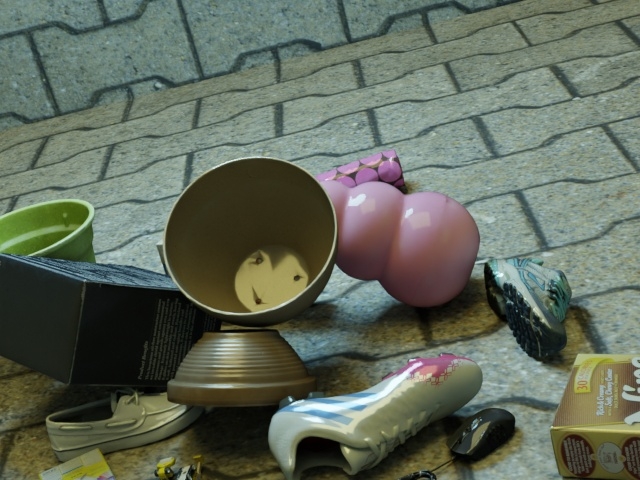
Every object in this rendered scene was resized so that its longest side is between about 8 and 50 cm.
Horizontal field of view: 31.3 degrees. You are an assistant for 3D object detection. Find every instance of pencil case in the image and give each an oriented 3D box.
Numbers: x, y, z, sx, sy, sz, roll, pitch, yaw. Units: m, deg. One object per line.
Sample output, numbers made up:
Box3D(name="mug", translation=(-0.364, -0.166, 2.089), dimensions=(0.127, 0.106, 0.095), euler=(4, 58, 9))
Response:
Box3D(name="pencil case", translation=(0.082, -0.125, 2.522), dimensions=(0.209, 0.098, 0.095), euler=(-17, 69, -5))

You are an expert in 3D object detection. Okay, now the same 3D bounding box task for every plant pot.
Box3D(name="plant pot", translation=(-0.531, 0.093, 2.204), dimensions=(0.276, 0.254, 0.276), euler=(-12, 25, 6))
Box3D(name="plant pot", translation=(-0.124, 0.197, 1.808), dimensions=(0.237, 0.109, 0.237), euler=(-1, -2, 0))
Box3D(name="plant pot", translation=(-0.100, 0.030, 1.897), dimensions=(0.284, 0.191, 0.284), euler=(-4, 63, 7))

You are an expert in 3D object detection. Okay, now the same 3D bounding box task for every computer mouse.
Box3D(name="computer mouse", translation=(0.179, 0.299, 1.614), dimensions=(0.242, 0.041, 0.071), euler=(-29, 29, -27))

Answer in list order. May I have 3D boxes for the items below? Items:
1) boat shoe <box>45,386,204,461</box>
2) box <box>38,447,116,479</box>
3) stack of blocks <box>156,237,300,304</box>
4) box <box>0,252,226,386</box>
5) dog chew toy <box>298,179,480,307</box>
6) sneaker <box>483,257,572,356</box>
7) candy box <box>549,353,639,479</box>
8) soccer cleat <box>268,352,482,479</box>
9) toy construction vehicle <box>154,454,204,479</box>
Box3D(name="boat shoe", translation=(-0.321, 0.286, 1.873), dimensions=(0.258, 0.084, 0.095), euler=(-18, 24, -8))
Box3D(name="box", translation=(-0.356, 0.388, 1.729), dimensions=(0.105, 0.043, 0.179), euler=(-22, 23, -16))
Box3D(name="stack of blocks", translation=(-0.143, 0.059, 2.155), dimensions=(0.297, 0.171, 0.087), euler=(-1, 28, 26))
Box3D(name="box", translation=(-0.377, 0.139, 1.970), dimensions=(0.294, 0.182, 0.296), euler=(9, 2, -44))
Box3D(name="dog chew toy", translation=(0.107, -0.009, 2.014), dimensions=(0.332, 0.206, 0.206), euler=(18, 27, -2))
Box3D(name="sneaker", translation=(0.360, 0.091, 1.877), dimensions=(0.122, 0.110, 0.283), euler=(-13, 24, -4))
Box3D(name="candy box", translation=(0.484, 0.235, 1.518), dimensions=(0.316, 0.087, 0.183), euler=(-1, 28, 27))
Box3D(name="soccer cleat", translation=(0.088, 0.272, 1.667), dimensions=(0.331, 0.116, 0.143), euler=(-17, 39, 2))
Box3D(name="toy construction vehicle", translation=(-0.222, 0.363, 1.724), dimensions=(0.086, 0.035, 0.098), euler=(-20, 20, 17))
